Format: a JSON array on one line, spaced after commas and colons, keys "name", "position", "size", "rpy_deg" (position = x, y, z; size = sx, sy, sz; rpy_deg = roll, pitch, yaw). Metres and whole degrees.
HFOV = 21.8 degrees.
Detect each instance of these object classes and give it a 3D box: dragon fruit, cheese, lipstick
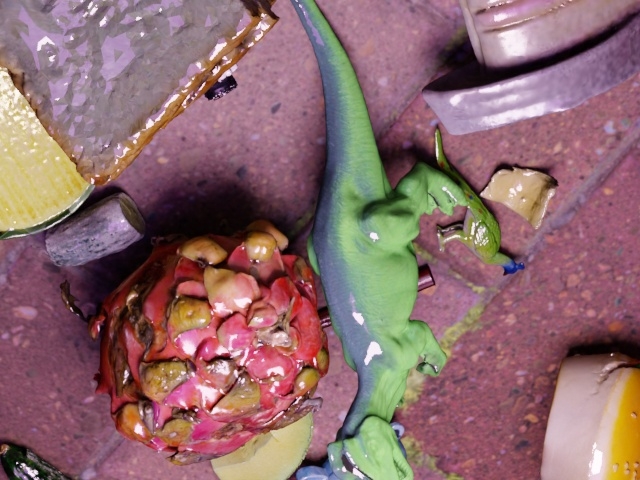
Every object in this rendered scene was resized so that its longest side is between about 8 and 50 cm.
[{"name": "dragon fruit", "position": [-0.118, 0.098, 1.858], "size": [0.250, 0.269, 0.291], "rpy_deg": [-9, 149, -33]}, {"name": "cheese", "position": [0.233, -0.058, 1.936], "size": [0.084, 0.041, 0.060], "rpy_deg": [25, 112, 16]}, {"name": "lipstick", "position": [0.054, 0.075, 2.004], "size": [0.176, 0.027, 0.027], "rpy_deg": [-22, 120, 9]}]

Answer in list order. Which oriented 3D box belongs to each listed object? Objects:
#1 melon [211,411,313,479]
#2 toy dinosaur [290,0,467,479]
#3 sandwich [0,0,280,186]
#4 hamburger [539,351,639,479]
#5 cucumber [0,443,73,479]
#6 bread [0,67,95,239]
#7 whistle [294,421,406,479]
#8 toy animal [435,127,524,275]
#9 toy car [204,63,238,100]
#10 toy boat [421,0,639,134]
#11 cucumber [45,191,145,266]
[{"name": "melon", "position": [-0.073, 0.232, 2.062], "size": [0.118, 0.064, 0.209], "rpy_deg": [24, 117, -19]}, {"name": "toy dinosaur", "position": [0.000, 0.000, 1.776], "size": [0.144, 0.374, 0.500], "rpy_deg": [-15, 122, 36]}, {"name": "sandwich", "position": [-0.238, -0.256, 1.673], "size": [0.262, 0.131, 0.325], "rpy_deg": [-43, 95, 14]}, {"name": "hamburger", "position": [0.350, 0.278, 2.041], "size": [0.151, 0.227, 0.295], "rpy_deg": [11, 125, 15]}, {"name": "cucumber", "position": [-0.301, 0.349, 2.106], "size": [0.293, 0.067, 0.067], "rpy_deg": [39, 109, -23]}, {"name": "bread", "position": [-0.343, -0.105, 1.828], "size": [0.228, 0.033, 0.228], "rpy_deg": [-11, 121, -18]}, {"name": "whistle", "position": [0.029, 0.331, 2.113], "size": [0.180, 0.093, 0.269], "rpy_deg": [20, 118, -34]}, {"name": "toy animal", "position": [0.159, -0.031, 1.946], "size": [0.075, 0.041, 0.217], "rpy_deg": [-28, 114, 14]}, {"name": "toy car", "position": [-0.147, -0.227, 1.773], "size": [0.080, 0.070, 0.171], "rpy_deg": [-31, 99, 13]}, {"name": "toy boat", "position": [0.240, -0.264, 1.784], "size": [0.276, 0.111, 0.294], "rpy_deg": [-6, 111, -10]}, {"name": "cucumber", "position": [-0.261, -0.009, 1.903], "size": [0.112, 0.064, 0.064], "rpy_deg": [-23, 120, 13]}]
